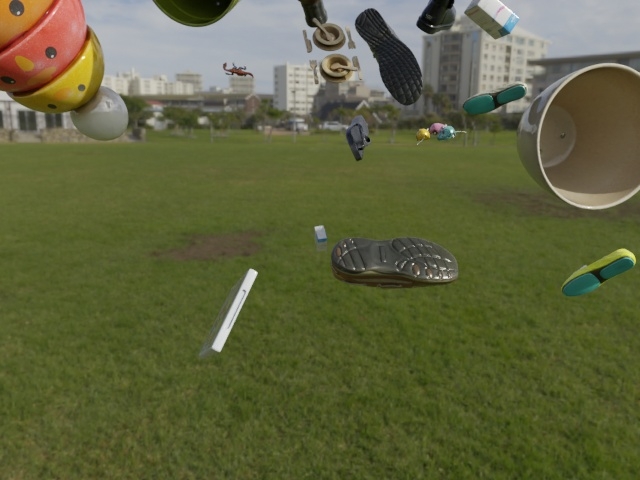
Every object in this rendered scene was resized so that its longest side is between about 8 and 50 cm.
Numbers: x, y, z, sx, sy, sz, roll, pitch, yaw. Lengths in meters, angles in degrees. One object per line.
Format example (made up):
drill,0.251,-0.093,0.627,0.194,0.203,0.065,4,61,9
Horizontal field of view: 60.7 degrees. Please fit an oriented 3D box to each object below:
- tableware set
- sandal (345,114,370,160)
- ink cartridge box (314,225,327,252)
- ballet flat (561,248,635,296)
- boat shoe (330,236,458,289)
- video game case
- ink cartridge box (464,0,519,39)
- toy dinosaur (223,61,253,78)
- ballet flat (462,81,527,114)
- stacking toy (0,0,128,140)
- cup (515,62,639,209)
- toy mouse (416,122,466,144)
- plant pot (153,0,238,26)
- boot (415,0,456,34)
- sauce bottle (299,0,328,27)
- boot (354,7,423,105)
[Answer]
tableware set,0.032,-0.482,1.379,0.128,0.194,0.039,-8,-26,-7
sandal,0.132,-0.348,1.787,0.054,0.097,0.255,-17,32,22
ink cartridge box,0.000,0.000,1.631,0.028,0.083,0.048,-10,55,-8
ballet flat,0.852,0.097,1.687,0.231,0.077,0.077,-36,20,30
boat shoe,0.182,0.065,1.392,0.323,0.120,0.123,7,57,-5
video game case,-0.231,0.186,1.344,0.026,0.207,0.227,28,-24,-10
ink cartridge box,0.464,-0.612,1.486,0.122,0.052,0.088,32,3,-13
toy dinosaur,-0.278,-0.565,1.803,0.090,0.047,0.082,23,25,35
ballet flat,0.459,-0.375,1.441,0.168,0.057,0.052,-12,29,20
stacking toy,-0.538,-0.372,1.062,0.350,0.351,0.480,8,-25,30
cup,0.625,-0.257,1.363,0.330,0.332,0.237,-2,12,-11
toy mouse,0.347,-0.316,1.577,0.142,0.031,0.161,-5,22,10
plant pot,-0.365,-0.949,1.863,0.366,0.367,0.353,5,30,18
boot,0.397,-0.747,1.650,0.094,0.207,0.246,38,42,6
sauce bottle,-0.050,-0.763,1.543,0.111,0.112,0.344,6,-29,21
boot,0.246,-0.552,1.696,0.118,0.339,0.222,-28,-13,22
